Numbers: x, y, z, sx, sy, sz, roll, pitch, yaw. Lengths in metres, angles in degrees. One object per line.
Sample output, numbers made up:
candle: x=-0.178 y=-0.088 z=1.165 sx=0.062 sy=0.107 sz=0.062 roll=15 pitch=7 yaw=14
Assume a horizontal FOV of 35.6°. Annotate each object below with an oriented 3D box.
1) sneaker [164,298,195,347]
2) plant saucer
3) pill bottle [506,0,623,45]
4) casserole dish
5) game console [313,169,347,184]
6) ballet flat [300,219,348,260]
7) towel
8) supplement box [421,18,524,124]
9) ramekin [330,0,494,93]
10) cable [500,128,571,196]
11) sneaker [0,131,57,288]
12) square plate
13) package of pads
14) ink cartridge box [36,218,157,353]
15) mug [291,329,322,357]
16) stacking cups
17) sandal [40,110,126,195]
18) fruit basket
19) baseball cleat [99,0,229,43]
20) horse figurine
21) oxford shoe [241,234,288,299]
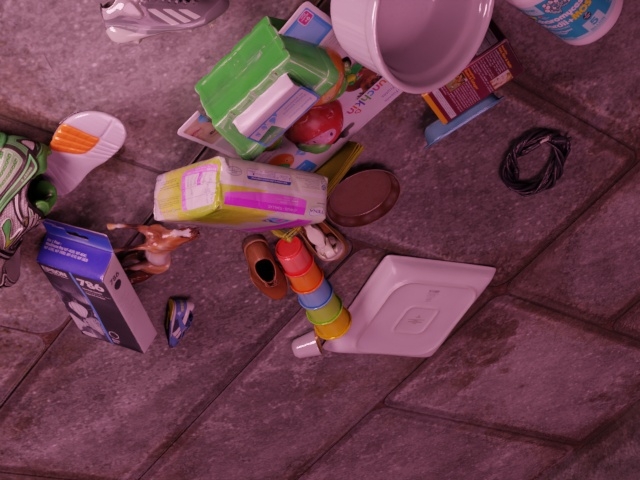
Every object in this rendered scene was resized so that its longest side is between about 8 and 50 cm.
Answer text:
sneaker: x=-0.313 y=0.186 z=2.214 sx=0.059 sy=0.053 sz=0.144 roll=-6 pitch=139 yaw=-23
plant saucer: x=0.087 y=-0.096 z=2.112 sx=0.168 sy=0.029 sz=0.168 roll=-14 pitch=140 yaw=-12
pill bottle: x=0.410 y=-0.460 z=1.770 sx=0.264 sy=0.146 sz=0.146 roll=20 pitch=124 yaw=-39
casserole dish: x=0.279 y=-0.248 z=1.994 sx=0.188 sy=0.037 sz=0.114 roll=-32 pitch=179 yaw=12
game console: x=0.010 y=-0.107 z=2.008 sx=0.122 sy=0.071 sz=0.107 roll=-35 pitch=158 yaw=14
ballet flat: x=0.000 y=0.000 z=2.141 sx=0.080 sy=0.073 sz=0.232 roll=-31 pitch=140 yaw=11
towel: x=-0.011 y=-0.101 z=1.938 sx=0.021 sy=0.102 sz=0.237 roll=42 pitch=83 yaw=-27
supplement box: x=0.279 y=-0.324 z=1.908 sx=0.188 sy=0.081 sz=0.104 roll=-33 pitch=139 yaw=12
ramekin: x=0.147 y=-0.396 z=1.656 sx=0.277 sy=0.135 sz=0.277 roll=-22 pitch=126 yaw=-34
cable: x=0.472 y=-0.165 z=2.207 sx=0.150 sy=0.047 sz=0.184 roll=-3 pitch=137 yaw=-23
sneaker: x=-0.547 y=-0.038 z=1.763 sx=0.146 sy=0.134 sz=0.344 roll=8 pitch=133 yaw=-11
square plate: x=0.226 y=0.181 z=2.473 sx=0.347 sy=0.049 sz=0.344 roll=7 pitch=132 yaw=-32
package of pads: x=-0.159 y=-0.078 z=1.839 sx=0.229 sy=0.101 sz=0.296 roll=7 pitch=173 yaw=-31
ink cartridge box: x=-0.449 y=0.095 z=1.970 sx=0.165 sy=0.065 sz=0.333 roll=14 pitch=145 yaw=23
mug: x=-0.033 y=0.262 z=2.431 sx=0.064 sy=0.062 sz=0.078 roll=-18 pitch=134 yaw=6
stacking cups: x=-0.021 y=0.110 z=2.235 sx=0.096 sy=0.096 sz=0.316 roll=-27 pitch=141 yaw=4
sandal: x=-0.428 y=-0.172 z=1.752 sx=0.102 sy=0.076 sz=0.265 roll=32 pitch=139 yaw=-25
fruit basket: x=-0.033 y=-0.236 z=1.795 sx=0.327 sy=0.165 sz=0.353 roll=-40 pitch=141 yaw=19
baseball cleat: x=-0.250 y=-0.380 z=1.599 sx=0.205 sy=0.072 sz=0.109 roll=-21 pitch=134 yaw=-9
horse figurine: x=-0.349 y=0.025 z=1.981 sx=0.174 sy=0.066 sz=0.263 roll=-3 pitch=153 yaw=-22
oxford shoe: x=-0.116 y=0.079 z=2.173 sx=0.076 sy=0.076 sz=0.212 roll=-26 pitch=142 yaw=0
